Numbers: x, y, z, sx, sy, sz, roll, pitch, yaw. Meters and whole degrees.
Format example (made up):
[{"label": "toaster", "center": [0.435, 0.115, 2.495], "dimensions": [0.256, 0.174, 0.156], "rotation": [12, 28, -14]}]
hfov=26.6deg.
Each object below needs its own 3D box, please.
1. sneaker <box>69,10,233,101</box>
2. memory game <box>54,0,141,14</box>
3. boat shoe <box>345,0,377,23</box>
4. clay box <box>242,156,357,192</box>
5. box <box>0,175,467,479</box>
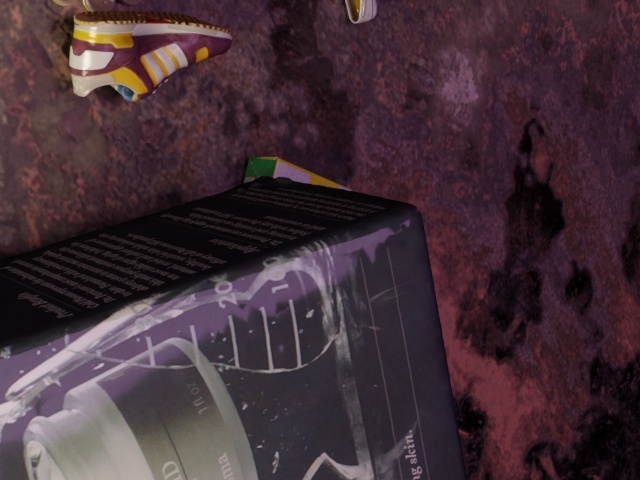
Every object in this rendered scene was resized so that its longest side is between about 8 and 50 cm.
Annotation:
[{"label": "sneaker", "center": [-0.169, -0.180, 1.336], "dimensions": [0.185, 0.069, 0.084], "rotation": [-5, 112, -42]}, {"label": "memory game", "center": [-0.220, -0.310, 1.306], "dimensions": [0.186, 0.012, 0.186], "rotation": [-4, 95, -43]}, {"label": "boat shoe", "center": [0.038, -0.295, 1.537], "dimensions": [0.035, 0.035, 0.100], "rotation": [-30, 119, -41]}, {"label": "clay box", "center": [0.000, 0.000, 1.509], "dimensions": [0.222, 0.053, 0.127], "rotation": [22, 78, -43]}, {"label": "box", "center": [-0.137, 0.240, 1.182], "dimensions": [0.471, 0.297, 0.480], "rotation": [-19, 106, -27]}]
